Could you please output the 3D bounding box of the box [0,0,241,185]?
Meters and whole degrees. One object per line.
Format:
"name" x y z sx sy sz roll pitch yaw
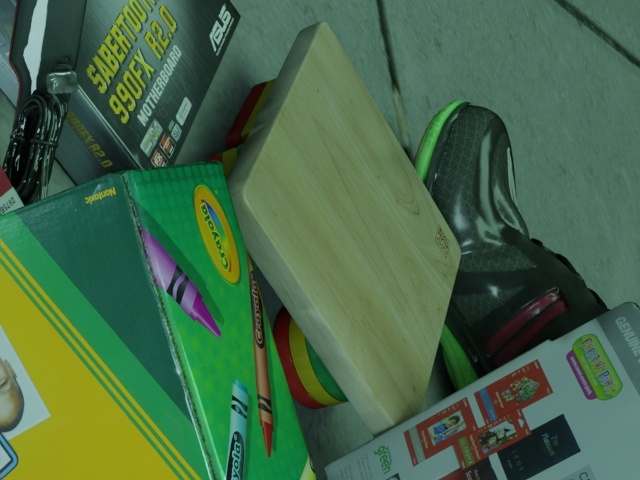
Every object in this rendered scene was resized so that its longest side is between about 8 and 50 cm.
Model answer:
"box" -0.151 -0.161 1.035 0.183 0.056 0.231 56 32 -29

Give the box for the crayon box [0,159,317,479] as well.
"crayon box" -0.150 0.084 0.652 0.081 0.278 0.165 -13 85 -63

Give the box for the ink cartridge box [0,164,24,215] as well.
"ink cartridge box" -0.201 0.044 0.804 0.175 0.072 0.127 62 28 -16

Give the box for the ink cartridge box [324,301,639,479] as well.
"ink cartridge box" 0.167 0.222 0.988 0.130 0.272 0.309 53 11 -29

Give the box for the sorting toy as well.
"sorting toy" 0.000 0.000 1.180 0.257 0.089 0.255 57 31 -26

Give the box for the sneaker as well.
"sneaker" 0.217 0.092 1.397 0.185 0.202 0.483 -10 83 -63

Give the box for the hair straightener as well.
"hair straightener" -0.174 -0.086 0.868 0.047 0.089 0.230 15 88 -16
